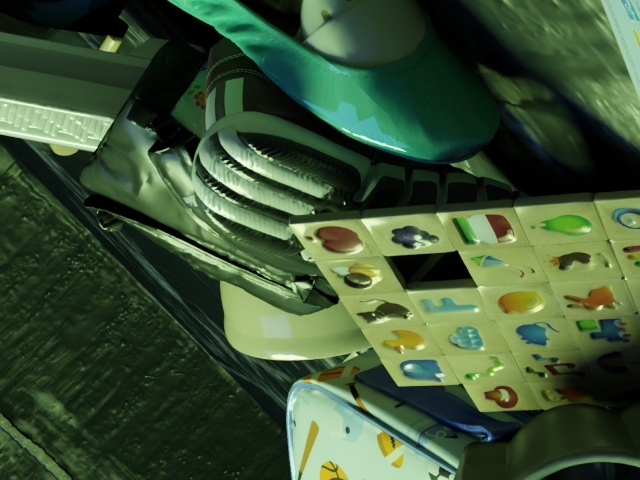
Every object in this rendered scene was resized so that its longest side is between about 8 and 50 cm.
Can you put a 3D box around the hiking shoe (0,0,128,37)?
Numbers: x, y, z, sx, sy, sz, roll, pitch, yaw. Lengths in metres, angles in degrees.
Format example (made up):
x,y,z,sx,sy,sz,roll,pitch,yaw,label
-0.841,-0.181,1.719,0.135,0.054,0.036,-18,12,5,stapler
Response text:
x,y,z,sx,sy,sz,roll,pitch,yaw,label
-0.176,-0.222,1.199,0.132,0.113,0.304,19,169,-5,hiking shoe

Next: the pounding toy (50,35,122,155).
x,y,z,sx,sy,sz,roll,pitch,yaw,label
-0.267,-0.215,1.601,0.269,0.155,0.154,72,180,-50,pounding toy

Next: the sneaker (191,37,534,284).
x,y,z,sx,sy,sz,roll,pitch,yaw,label
0.051,-0.047,1.037,0.281,0.106,0.162,25,-144,-30,sneaker

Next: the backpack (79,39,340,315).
x,y,z,sx,sy,sz,roll,pitch,yaw,label
-0.044,-0.038,1.114,0.182,0.115,0.152,32,154,-7,backpack

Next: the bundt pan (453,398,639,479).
x,y,z,sx,sy,sz,roll,pitch,yaw,label
0.179,0.232,1.056,0.331,0.331,0.124,47,-164,-18,bundt pan

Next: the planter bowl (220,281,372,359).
x,y,z,sx,sy,sz,roll,pitch,yaw,label
0.000,0.000,1.250,0.162,0.162,0.109,26,134,60,planter bowl

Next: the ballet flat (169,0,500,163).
x,y,z,sx,sy,sz,roll,pitch,yaw,label
-0.009,-0.128,0.939,0.247,0.083,0.087,36,147,30,ballet flat

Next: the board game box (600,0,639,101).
x,y,z,sx,sy,sz,roll,pitch,yaw,label
0.193,0.021,0.694,0.281,0.027,0.145,62,172,-30,board game box

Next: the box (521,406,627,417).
x,y,z,sx,sy,sz,roll,pitch,yaw,label
0.186,0.151,1.344,0.216,0.060,0.270,36,167,32,box

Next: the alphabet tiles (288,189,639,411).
x,y,z,sx,sy,sz,roll,pitch,yaw,label
0.115,0.040,0.981,0.198,0.009,0.237,-4,150,19,alphabet tiles

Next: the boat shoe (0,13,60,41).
x,y,z,sx,sy,sz,roll,pitch,yaw,label
-0.273,-0.253,1.369,0.094,0.109,0.302,31,161,43,boat shoe

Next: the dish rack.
x,y,z,sx,sy,sz,roll,pitch,yaw,label
-0.199,-0.114,1.325,0.333,0.072,0.285,10,178,4,dish rack

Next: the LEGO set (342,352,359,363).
x,y,z,sx,sy,sz,roll,pitch,yaw,label
0.084,0.234,2.002,0.227,0.087,0.093,45,169,0,LEGO set

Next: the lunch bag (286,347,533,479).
x,y,z,sx,sy,sz,roll,pitch,yaw,label
0.098,0.208,1.261,0.303,0.115,0.243,25,127,50,lunch bag
